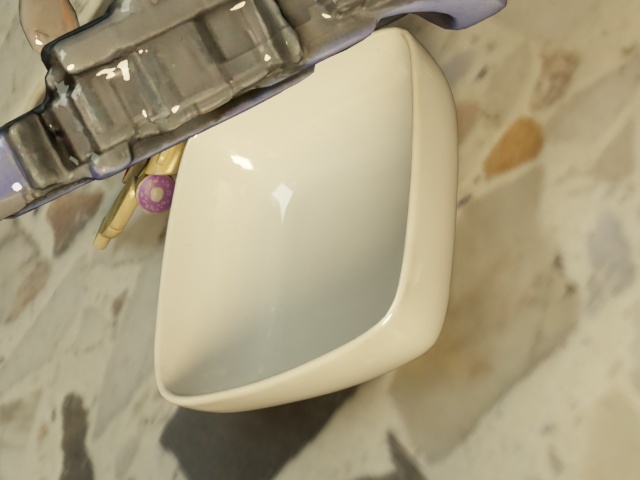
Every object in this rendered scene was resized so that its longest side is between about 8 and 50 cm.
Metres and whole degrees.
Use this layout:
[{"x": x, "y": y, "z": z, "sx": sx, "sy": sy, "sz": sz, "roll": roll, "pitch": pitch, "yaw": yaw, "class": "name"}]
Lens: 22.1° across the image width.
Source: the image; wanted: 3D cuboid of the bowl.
[{"x": 0.000, "y": 0.000, "z": 0.651, "sx": 0.142, "sy": 0.053, "sz": 0.142, "roll": -20, "pitch": 53, "yaw": 39, "class": "bowl"}]

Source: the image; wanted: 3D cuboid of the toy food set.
[{"x": -0.071, "y": -0.040, "z": 0.760, "sx": 0.078, "sy": 0.019, "sz": 0.122, "roll": -69, "pitch": 13, "yaw": -20, "class": "toy food set"}]

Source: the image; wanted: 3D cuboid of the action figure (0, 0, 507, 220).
[{"x": -0.038, "y": -0.138, "z": 0.599, "sx": 0.341, "sy": 0.178, "sz": 0.330, "roll": -29, "pitch": 14, "yaw": -20, "class": "action figure"}]
